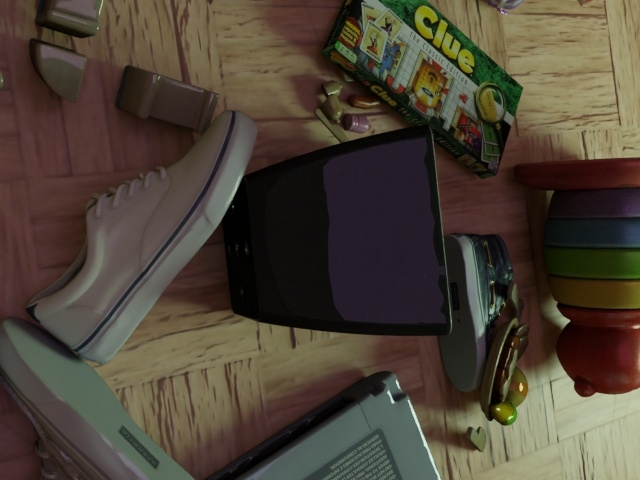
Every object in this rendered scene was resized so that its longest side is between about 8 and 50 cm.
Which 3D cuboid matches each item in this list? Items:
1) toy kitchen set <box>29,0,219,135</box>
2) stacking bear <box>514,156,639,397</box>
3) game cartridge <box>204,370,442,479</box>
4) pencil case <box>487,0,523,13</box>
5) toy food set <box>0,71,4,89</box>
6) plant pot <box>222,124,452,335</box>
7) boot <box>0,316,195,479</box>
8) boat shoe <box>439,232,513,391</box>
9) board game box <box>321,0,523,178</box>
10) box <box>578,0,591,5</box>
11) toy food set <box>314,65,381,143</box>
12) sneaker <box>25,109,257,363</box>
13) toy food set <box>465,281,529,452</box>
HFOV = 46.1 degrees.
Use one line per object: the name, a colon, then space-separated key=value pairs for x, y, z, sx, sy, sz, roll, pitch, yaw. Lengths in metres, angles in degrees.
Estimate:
toy kitchen set: x=-0.163 y=-0.220 z=0.683 sx=0.166 sy=0.122 sz=0.207 roll=12 pitch=101 yaw=-29
stacking bear: x=0.350 y=0.046 z=0.928 sx=0.176 sy=0.164 sz=0.288 roll=-4 pitch=94 yaw=-30
game cartridge: x=-0.006 y=0.289 z=0.763 sx=0.297 sy=0.062 sz=0.198 roll=-27 pitch=105 yaw=-28
pencil case: x=0.158 y=-0.334 z=0.873 sx=0.206 sy=0.086 sz=0.088 roll=10 pitch=116 yaw=-27
toy food set: x=-0.415 y=-0.163 z=0.526 sx=0.306 sy=0.092 sz=0.219 roll=-27 pitch=100 yaw=-28
plant pot: x=0.000 y=0.000 z=0.718 sx=0.167 sy=0.188 sz=0.187 roll=-6 pitch=91 yaw=-17
boot: x=-0.211 y=0.193 z=0.627 sx=0.123 sy=0.095 sz=0.258 roll=-43 pitch=89 yaw=3
boat shoe: x=0.188 y=0.081 z=0.878 sx=0.083 sy=0.065 sz=0.183 roll=-3 pitch=90 yaw=-32
board game box: x=0.127 y=-0.195 z=0.868 sx=0.260 sy=0.030 sz=0.136 roll=32 pitch=65 yaw=-27
box: x=0.370 y=-0.453 z=0.928 sx=0.154 sy=0.142 sz=0.299 roll=43 pitch=53 yaw=-21
toy food set: x=0.036 y=-0.159 z=0.831 sx=0.078 sy=0.019 sz=0.122 roll=46 pitch=59 yaw=-20
sneaker: x=-0.153 y=-0.016 z=0.646 sx=0.091 sy=0.094 sz=0.258 roll=36 pitch=86 yaw=-23
toy food set: x=0.221 y=0.152 z=0.873 sx=0.132 sy=0.039 sz=0.192 roll=46 pitch=60 yaw=-62
